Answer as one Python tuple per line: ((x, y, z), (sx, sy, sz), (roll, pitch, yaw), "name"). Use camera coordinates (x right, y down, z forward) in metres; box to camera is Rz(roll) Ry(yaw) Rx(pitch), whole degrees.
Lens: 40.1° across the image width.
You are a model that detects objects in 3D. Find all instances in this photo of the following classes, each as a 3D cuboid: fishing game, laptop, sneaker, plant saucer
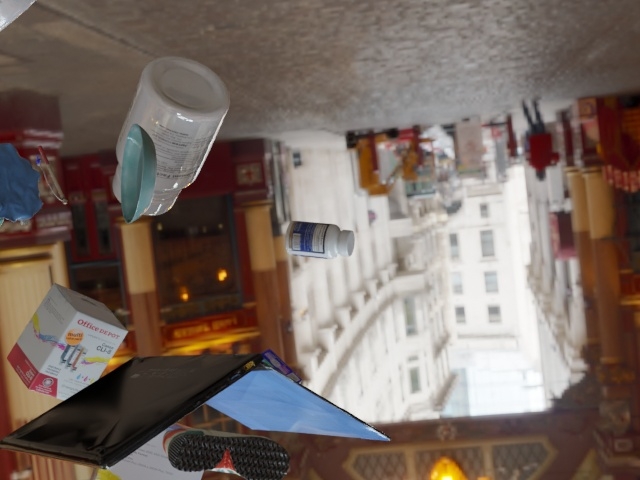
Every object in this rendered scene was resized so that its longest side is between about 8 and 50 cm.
((-0.607, -0.111, 1.656), (0.041, 0.189, 0.264), (-35, 168, 31), "fishing game")
((-0.190, 0.299, 1.312), (0.408, 0.236, 0.382), (-31, -168, -37), "laptop")
((-0.116, 0.253, 1.067), (0.161, 0.057, 0.075), (14, 180, -26), "sneaker")
((-0.216, -0.079, 1.047), (0.021, 0.119, 0.119), (4, 178, -24), "plant saucer")

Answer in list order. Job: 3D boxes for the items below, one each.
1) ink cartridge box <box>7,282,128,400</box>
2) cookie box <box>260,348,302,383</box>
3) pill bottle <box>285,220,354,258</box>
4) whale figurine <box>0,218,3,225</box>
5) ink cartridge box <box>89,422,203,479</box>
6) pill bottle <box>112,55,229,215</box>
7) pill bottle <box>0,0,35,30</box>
((-0.484, 0.198, 1.684), (0.128, 0.176, 0.127), (31, -178, -44), "ink cartridge box")
((-0.099, 0.276, 1.653), (0.092, 0.107, 0.040), (41, -154, 19), "cookie box")
((0.000, 0.000, 1.636), (0.120, 0.067, 0.067), (6, -173, 19), "pill bottle")
((-0.864, 0.032, 2.086), (0.216, 0.141, 0.272), (-14, -159, 38), "whale figurine")
((-0.302, 0.417, 1.478), (0.168, 0.233, 0.171), (20, 170, -11), "ink cartridge box")
((-0.231, -0.148, 1.304), (0.131, 0.131, 0.229), (-9, 147, -37), "pill bottle")
((-0.526, -0.424, 1.224), (0.152, 0.272, 0.152), (-29, -149, 20), "pill bottle")
